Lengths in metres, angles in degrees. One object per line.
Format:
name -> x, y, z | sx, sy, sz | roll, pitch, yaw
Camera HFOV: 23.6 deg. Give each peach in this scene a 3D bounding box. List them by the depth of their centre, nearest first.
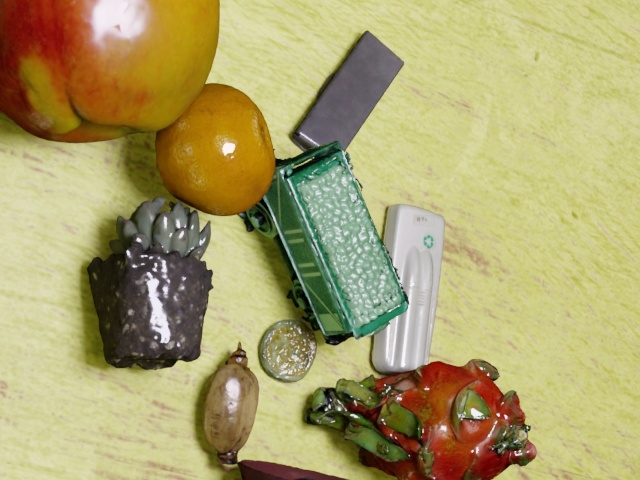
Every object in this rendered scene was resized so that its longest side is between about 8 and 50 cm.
peach -> -0.252, -0.273, 1.703 | 0.307, 0.308, 0.332 | 8, 82, -32

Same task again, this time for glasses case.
glasses case -> 0.036, -0.188, 2.029 | 0.072, 0.042, 0.191 | 41, 65, -15

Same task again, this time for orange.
orange -> -0.127, -0.104, 1.801 | 0.136, 0.159, 0.159 | -18, 96, 9

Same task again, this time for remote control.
remote control -> 0.121, 0.068, 2.050 | 0.090, 0.049, 0.230 | 15, 75, -34

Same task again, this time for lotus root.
lotus root -> -0.112, 0.198, 1.875 | 0.072, 0.063, 0.152 | 20, 75, -45

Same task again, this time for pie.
pie -> -0.041, 0.139, 1.954 | 0.084, 0.021, 0.084 | 2, 86, -30

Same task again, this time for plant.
plant -> -0.199, 0.051, 1.795 | 0.129, 0.132, 0.194 | 12, 72, -35

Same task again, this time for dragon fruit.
dragon fruit -> 0.130, 0.237, 1.947 | 0.269, 0.200, 0.198 | 16, 74, -30

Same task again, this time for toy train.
toy train -> 0.000, 0.000, 1.917 | 0.115, 0.154, 0.269 | -28, 99, -35

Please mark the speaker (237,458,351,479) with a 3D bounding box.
speaker -> -0.053, 0.427, 1.801 | 0.259, 0.198, 0.330 | 41, 62, -69
